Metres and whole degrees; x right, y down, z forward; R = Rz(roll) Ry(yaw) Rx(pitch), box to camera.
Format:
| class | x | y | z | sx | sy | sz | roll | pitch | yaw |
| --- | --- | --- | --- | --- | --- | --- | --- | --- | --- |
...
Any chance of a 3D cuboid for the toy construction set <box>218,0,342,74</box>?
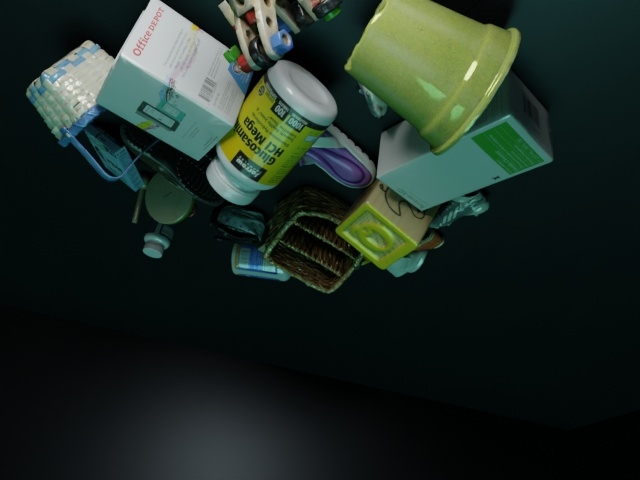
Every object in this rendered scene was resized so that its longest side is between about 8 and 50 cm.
| class | x | y | z | sx | sy | sz | roll | pitch | yaw |
| --- | --- | --- | --- | --- | --- | --- | --- | --- | --- |
| toy construction set | -0.135 | -0.472 | 0.999 | 0.237 | 0.257 | 0.308 | 51 | 158 | -24 |

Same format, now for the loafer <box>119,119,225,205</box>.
| class | x | y | z | sx | sy | sz | roll | pitch | yaw |
| --- | --- | --- | --- | --- | --- | --- | --- | --- | --- |
| loafer | -0.427 | -0.240 | 1.555 | 0.366 | 0.134 | 0.130 | 41 | 163 | -26 |

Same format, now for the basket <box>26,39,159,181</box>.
| class | x | y | z | sx | sy | sz | roll | pitch | yaw |
| --- | --- | --- | --- | --- | --- | --- | --- | --- | --- |
| basket | -0.545 | -0.324 | 1.312 | 0.201 | 0.255 | 0.289 | -24 | 116 | 44 |

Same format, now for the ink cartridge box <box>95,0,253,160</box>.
| class | x | y | z | sx | sy | sz | roll | pitch | yaw |
| --- | --- | --- | --- | --- | --- | --- | --- | --- | --- |
| ink cartridge box | -0.332 | -0.364 | 1.211 | 0.270 | 0.198 | 0.197 | 29 | 146 | -26 |

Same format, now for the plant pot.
| class | x | y | z | sx | sy | sz | roll | pitch | yaw |
| --- | --- | --- | --- | --- | --- | --- | --- | --- | --- |
| plant pot | 0.196 | -0.349 | 1.022 | 0.253 | 0.276 | 0.276 | 29 | 148 | -7 |

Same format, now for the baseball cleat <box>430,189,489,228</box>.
| class | x | y | z | sx | sy | sz | roll | pitch | yaw |
| --- | --- | --- | --- | --- | --- | --- | --- | --- | --- |
| baseball cleat | 0.390 | -0.104 | 1.546 | 0.205 | 0.072 | 0.109 | -21 | 123 | 36 |

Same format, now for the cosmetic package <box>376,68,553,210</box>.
| class | x | y | z | sx | sy | sz | roll | pitch | yaw |
| --- | --- | --- | --- | --- | --- | --- | --- | --- | --- |
| cosmetic package | 0.334 | -0.227 | 1.254 | 0.196 | 0.155 | 0.365 | 29 | 145 | -32 |

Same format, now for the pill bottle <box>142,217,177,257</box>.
| class | x | y | z | sx | sy | sz | roll | pitch | yaw |
| --- | --- | --- | --- | --- | --- | --- | --- | --- | --- |
| pill bottle | -0.584 | -0.026 | 1.900 | 0.094 | 0.170 | 0.094 | 9 | 150 | 5 |

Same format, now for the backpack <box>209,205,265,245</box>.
| class | x | y | z | sx | sy | sz | roll | pitch | yaw |
| --- | --- | --- | --- | --- | --- | --- | --- | --- | --- |
| backpack | -0.284 | -0.051 | 1.807 | 0.181 | 0.115 | 0.152 | 14 | 164 | 0 |

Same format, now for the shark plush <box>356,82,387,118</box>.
| class | x | y | z | sx | sy | sz | roll | pitch | yaw |
| --- | --- | --- | --- | --- | --- | --- | --- | --- | --- |
| shark plush | 0.107 | -0.347 | 1.233 | 0.161 | 0.073 | 0.067 | 31 | 175 | -37 |

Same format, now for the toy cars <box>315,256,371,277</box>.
| class | x | y | z | sx | sy | sz | roll | pitch | yaw |
| --- | --- | --- | --- | --- | --- | --- | --- | --- | --- |
| toy cars | 0.090 | 0.068 | 1.889 | 0.176 | 0.087 | 0.393 | -23 | 179 | -44 |

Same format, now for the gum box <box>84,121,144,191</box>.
| class | x | y | z | sx | sy | sz | roll | pitch | yaw |
| --- | --- | --- | --- | --- | --- | --- | --- | --- | --- |
| gum box | -0.626 | -0.253 | 1.587 | 0.157 | 0.041 | 0.184 | 36 | 156 | 20 |

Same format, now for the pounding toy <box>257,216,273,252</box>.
| class | x | y | z | sx | sy | sz | roll | pitch | yaw |
| --- | --- | --- | --- | --- | --- | --- | --- | --- | --- |
| pounding toy | -0.135 | -0.008 | 1.812 | 0.100 | 0.130 | 0.141 | 27 | 147 | -25 |

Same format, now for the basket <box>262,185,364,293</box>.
| class | x | y | z | sx | sy | sz | roll | pitch | yaw |
| --- | --- | --- | --- | --- | --- | --- | --- | --- | --- |
| basket | 0.000 | 0.000 | 1.674 | 0.299 | 0.223 | 0.213 | 33 | 139 | -27 |

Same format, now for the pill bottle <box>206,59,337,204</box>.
| class | x | y | z | sx | sy | sz | roll | pitch | yaw |
| --- | --- | --- | --- | --- | --- | --- | --- | --- | --- |
| pill bottle | -0.128 | -0.244 | 1.251 | 0.187 | 0.188 | 0.334 | 28 | 124 | -27 |

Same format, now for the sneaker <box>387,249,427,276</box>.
| class | x | y | z | sx | sy | sz | roll | pitch | yaw |
| --- | --- | --- | --- | --- | --- | --- | --- | --- | --- |
| sneaker | 0.291 | 0.067 | 1.857 | 0.094 | 0.080 | 0.212 | 33 | 147 | -12 |

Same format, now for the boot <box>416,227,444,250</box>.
| class | x | y | z | sx | sy | sz | roll | pitch | yaw |
| --- | --- | --- | --- | --- | --- | --- | --- | --- | --- |
| boot | 0.340 | 0.013 | 1.760 | 0.084 | 0.059 | 0.157 | 25 | 147 | -31 |

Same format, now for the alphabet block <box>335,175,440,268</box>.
| class | x | y | z | sx | sy | sz | roll | pitch | yaw |
| --- | --- | --- | --- | --- | --- | --- | --- | --- | --- |
| alphabet block | 0.193 | -0.070 | 1.478 | 0.192 | 0.197 | 0.193 | 37 | 145 | -5 |

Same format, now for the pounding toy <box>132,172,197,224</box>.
| class | x | y | z | sx | sy | sz | roll | pitch | yaw |
| --- | --- | --- | --- | --- | --- | --- | --- | --- | --- |
| pounding toy | -0.489 | -0.137 | 1.718 | 0.236 | 0.183 | 0.110 | -1 | 174 | 21 |

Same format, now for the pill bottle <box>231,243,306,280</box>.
| class | x | y | z | sx | sy | sz | roll | pitch | yaw |
| --- | --- | --- | --- | --- | --- | --- | --- | --- | --- |
| pill bottle | -0.180 | 0.069 | 1.939 | 0.271 | 0.153 | 0.152 | 7 | 150 | 7 |

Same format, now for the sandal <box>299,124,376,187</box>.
| class | x | y | z | sx | sy | sz | roll | pitch | yaw |
| --- | --- | --- | --- | --- | --- | --- | --- | --- | --- |
| sandal | -0.022 | -0.246 | 1.395 | 0.416 | 0.102 | 0.169 | 26 | 145 | -20 |
